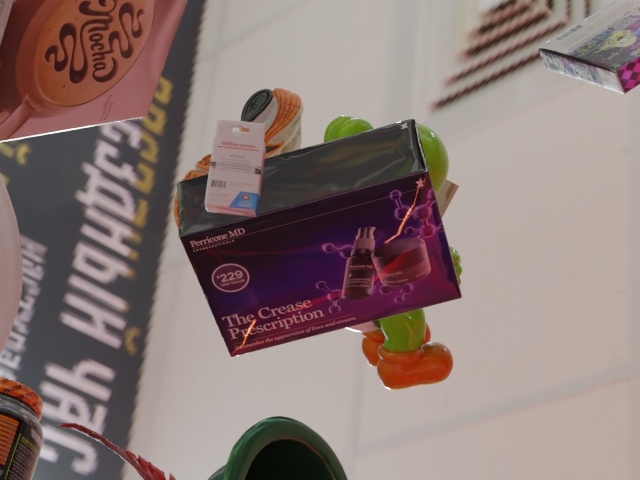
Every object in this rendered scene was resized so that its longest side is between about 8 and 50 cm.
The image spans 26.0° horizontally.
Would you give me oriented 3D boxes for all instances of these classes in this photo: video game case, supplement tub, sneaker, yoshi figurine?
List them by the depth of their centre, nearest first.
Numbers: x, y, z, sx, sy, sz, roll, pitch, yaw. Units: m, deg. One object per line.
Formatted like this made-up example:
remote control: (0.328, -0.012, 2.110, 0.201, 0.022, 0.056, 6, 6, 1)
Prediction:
supplement tub: (-0.372, 0.251, 1.508, 0.117, 0.117, 0.190, -23, -139, 39)
yoshi figurine: (0.112, -0.003, 1.835, 0.204, 0.362, 0.203, -1, -157, 30)
sneaker: (-0.095, -0.078, 1.851, 0.099, 0.121, 0.262, 20, -124, 27)
video game case: (0.440, -0.286, 1.862, 0.232, 0.042, 0.210, -32, -157, -9)

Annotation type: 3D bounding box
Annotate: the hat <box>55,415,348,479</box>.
hat: (-0.090, 0.243, 1.185, 0.183, 0.173, 0.208, -18, -106, 36)

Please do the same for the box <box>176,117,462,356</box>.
box: (0.000, 0.000, 1.465, 0.261, 0.184, 0.103, -15, -143, 5)

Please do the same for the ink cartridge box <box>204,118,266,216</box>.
ink cartridge box: (-0.077, -0.067, 1.280, 0.028, 0.048, 0.083, 87, 10, -76)

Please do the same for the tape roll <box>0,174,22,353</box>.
tape roll: (-0.389, -0.024, 0.968, 0.072, 0.392, 0.392, -36, -139, 34)

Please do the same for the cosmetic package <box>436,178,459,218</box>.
cosmetic package: (0.145, -0.030, 1.917, 0.115, 0.041, 0.060, -61, 178, -11)

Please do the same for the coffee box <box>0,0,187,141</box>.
coffee box: (-0.173, -0.228, 0.970, 0.119, 0.168, 0.297, 42, -55, 26)
